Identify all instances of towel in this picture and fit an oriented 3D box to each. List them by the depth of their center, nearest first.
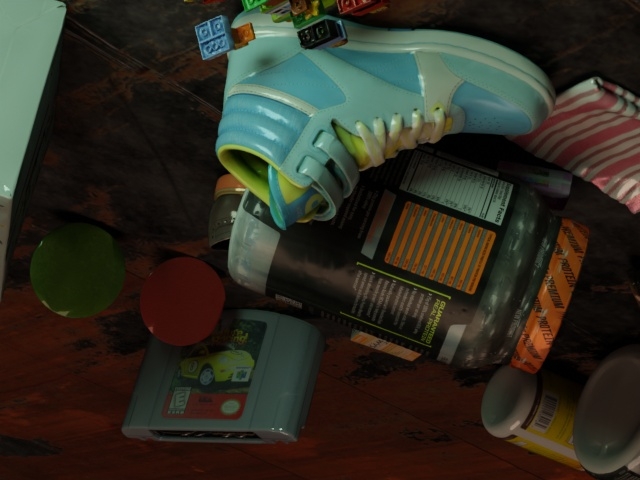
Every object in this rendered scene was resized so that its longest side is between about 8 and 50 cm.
[{"bbox_3d":[0.296,-0.093,1.419,0.197,0.029,0.144,25,152,-24],"label":"towel"}]

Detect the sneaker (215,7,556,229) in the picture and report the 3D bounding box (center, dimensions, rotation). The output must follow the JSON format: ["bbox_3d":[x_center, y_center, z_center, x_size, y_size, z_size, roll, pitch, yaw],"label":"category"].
[{"bbox_3d":[0.051,-0.092,1.326,0.319,0.208,0.127,9,153,7],"label":"sneaker"}]

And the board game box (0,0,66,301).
[{"bbox_3d":[-0.346,-0.094,1.499,0.097,0.224,0.303,15,155,-7],"label":"board game box"}]

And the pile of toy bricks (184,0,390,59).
[{"bbox_3d":[-0.013,-0.217,1.244,0.212,0.118,0.105,-18,175,34],"label":"pile of toy bricks"}]

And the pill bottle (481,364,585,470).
[{"bbox_3d":[0.345,0.256,2.030,0.215,0.117,0.117,24,153,-23],"label":"pill bottle"}]

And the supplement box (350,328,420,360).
[{"bbox_3d":[0.100,0.131,1.980,0.098,0.036,0.062,20,154,-13],"label":"supplement box"}]

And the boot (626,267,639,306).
[{"bbox_3d":[0.455,0.078,1.683,0.106,0.082,0.219,-31,131,27],"label":"boot"}]

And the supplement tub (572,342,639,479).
[{"bbox_3d":[0.513,0.273,1.893,0.316,0.194,0.193,22,154,-21],"label":"supplement tub"}]

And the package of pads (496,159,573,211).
[{"bbox_3d":[0.227,-0.058,1.524,0.083,0.032,0.050,10,158,6],"label":"package of pads"}]

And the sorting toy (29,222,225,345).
[{"bbox_3d":[-0.317,0.043,1.939,0.365,0.127,0.126,18,178,-19],"label":"sorting toy"}]

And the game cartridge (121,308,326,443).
[{"bbox_3d":[-0.140,0.194,2.038,0.294,0.196,0.060,-4,143,30],"label":"game cartridge"}]

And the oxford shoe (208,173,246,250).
[{"bbox_3d":[0.000,0.000,1.676,0.271,0.098,0.097,11,155,5],"label":"oxford shoe"}]

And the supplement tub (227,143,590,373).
[{"bbox_3d":[0.091,0.003,1.465,0.338,0.207,0.207,21,156,4],"label":"supplement tub"}]
